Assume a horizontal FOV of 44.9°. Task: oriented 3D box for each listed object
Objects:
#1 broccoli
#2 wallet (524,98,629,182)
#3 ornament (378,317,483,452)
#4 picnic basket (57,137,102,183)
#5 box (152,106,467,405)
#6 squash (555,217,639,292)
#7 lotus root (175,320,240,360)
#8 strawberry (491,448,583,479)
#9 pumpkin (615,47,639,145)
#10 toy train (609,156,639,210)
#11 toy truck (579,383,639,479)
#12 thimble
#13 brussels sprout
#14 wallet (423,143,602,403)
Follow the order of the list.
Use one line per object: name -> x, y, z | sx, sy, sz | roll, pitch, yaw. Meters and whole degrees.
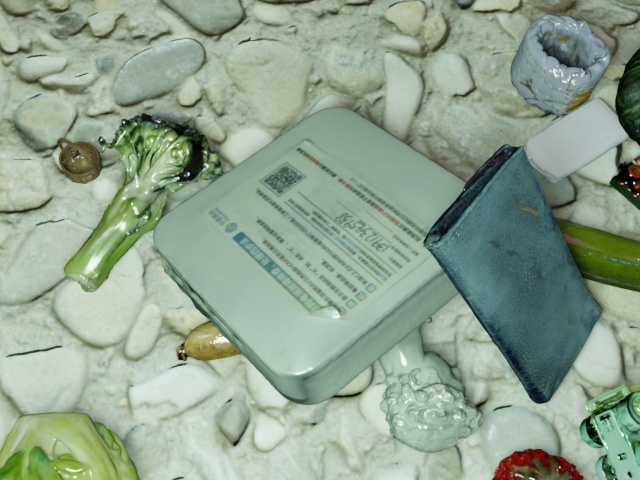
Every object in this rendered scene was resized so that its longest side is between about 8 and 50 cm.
broccoli -> -0.290, -0.055, 1.207 | 0.165, 0.145, 0.304 | 30, 79, 19
wallet -> 0.436, -0.172, 1.326 | 0.190, 0.033, 0.095 | -29, 68, -15
ornament -> 0.122, 0.166, 1.117 | 0.130, 0.120, 0.285 | -26, 67, 5
picnic basket -> -0.391, -0.136, 1.252 | 0.072, 0.083, 0.072 | 0, 66, -1
box -> 0.000, 0.000, 1.134 | 0.397, 0.111, 0.396 | -36, 49, -17
squash -> 0.439, 0.024, 1.208 | 0.332, 0.087, 0.087 | 16, 66, 4
lotus root -> -0.139, 0.142, 1.141 | 0.152, 0.072, 0.063 | -13, 74, -8
strawberry -> 0.297, 0.354, 1.057 | 0.145, 0.086, 0.145 | 2, 66, -4
pumpkin -> 0.594, -0.239, 1.300 | 0.212, 0.152, 0.211 | 9, 64, -18
toy train -> 0.580, -0.036, 1.262 | 0.085, 0.053, 0.249 | -27, 69, -22
toy truck -> 0.474, 0.328, 1.057 | 0.135, 0.128, 0.259 | -5, 65, -19
thimble -> 0.411, -0.305, 1.340 | 0.127, 0.118, 0.151 | -39, 73, -20
brussels sprout -> -0.343, 0.335, 1.009 | 0.223, 0.161, 0.223 | -9, 63, 19
wallet -> 0.280, 0.058, 1.068 | 0.190, 0.379, 0.046 | -50, 37, -16
